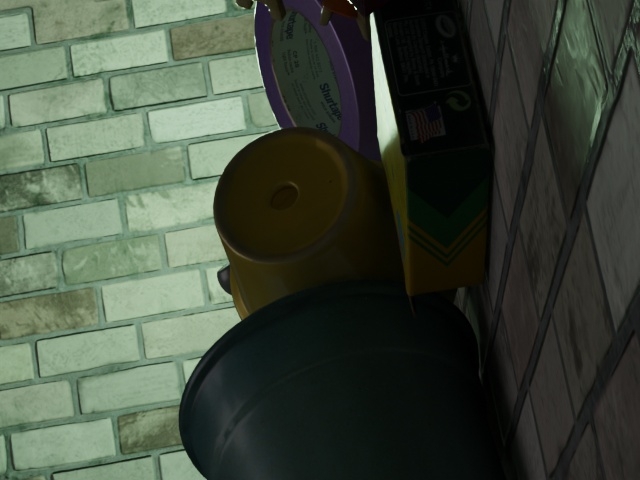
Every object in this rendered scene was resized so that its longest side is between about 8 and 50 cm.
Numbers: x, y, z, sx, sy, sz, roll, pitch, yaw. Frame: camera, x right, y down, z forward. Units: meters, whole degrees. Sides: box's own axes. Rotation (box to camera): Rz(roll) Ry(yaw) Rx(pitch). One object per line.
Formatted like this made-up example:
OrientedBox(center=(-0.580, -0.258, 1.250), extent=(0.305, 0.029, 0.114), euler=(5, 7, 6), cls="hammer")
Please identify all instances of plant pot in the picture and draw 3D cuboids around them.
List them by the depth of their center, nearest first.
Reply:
OrientedBox(center=(0.054, 0.276, 1.792), extent=(0.334, 0.341, 0.341), euler=(-111, 9, -45), cls="plant pot")
OrientedBox(center=(0.000, 0.000, 1.909), extent=(0.239, 0.254, 0.254), euler=(52, -156, -57), cls="plant pot")

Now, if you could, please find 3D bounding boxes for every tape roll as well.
OrientedBox(center=(0.017, -0.217, 2.235), extent=(0.275, 0.090, 0.275), euler=(49, 149, 43), cls="tape roll")

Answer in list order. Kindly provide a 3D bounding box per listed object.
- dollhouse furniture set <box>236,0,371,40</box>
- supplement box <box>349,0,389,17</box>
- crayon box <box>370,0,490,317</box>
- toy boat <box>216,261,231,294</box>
OrientedBox(center=(-0.027, -0.389, 2.007), extent=(0.135, 0.262, 0.259), euler=(87, -155, -63), cls="dollhouse furniture set")
OrientedBox(center=(0.022, -0.305, 1.554), extent=(0.188, 0.104, 0.081), euler=(51, 168, 22), cls="supplement box")
OrientedBox(center=(0.103, -0.087, 1.671), extent=(0.318, 0.081, 0.202), euler=(84, 177, -62), cls="crayon box")
OrientedBox(center=(0.013, 0.052, 2.435), extent=(0.318, 0.148, 0.268), euler=(16, -125, -40), cls="toy boat")
